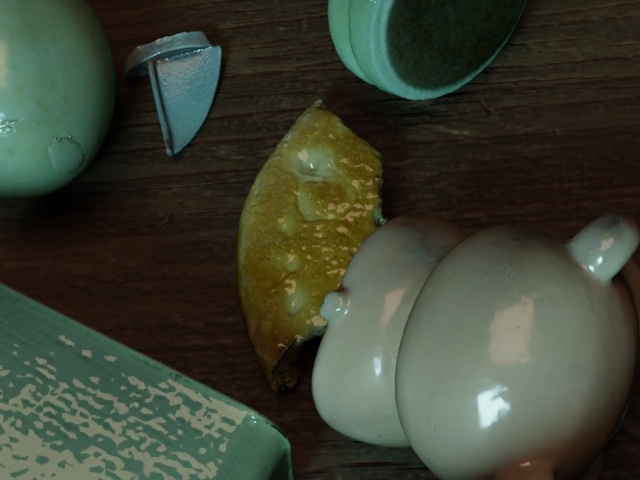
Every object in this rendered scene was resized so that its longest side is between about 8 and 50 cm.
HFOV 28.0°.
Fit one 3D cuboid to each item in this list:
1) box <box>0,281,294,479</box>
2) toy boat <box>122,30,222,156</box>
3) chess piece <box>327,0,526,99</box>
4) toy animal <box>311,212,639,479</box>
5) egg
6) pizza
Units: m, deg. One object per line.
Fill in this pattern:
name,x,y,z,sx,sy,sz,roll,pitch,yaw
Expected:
box,-0.241,0.225,0.886,0.351,0.177,0.344,25,65,14
toy boat,-0.128,-0.131,1.186,0.096,0.034,0.122,-18,66,1
chess piece,0.029,-0.274,1.155,0.194,0.195,0.299,-38,51,-11
toy animal,0.108,0.072,0.890,0.221,0.229,0.210,17,86,17
egg,-0.276,-0.149,1.130,0.186,0.186,0.253,-24,59,-3
pizza,-0.005,-0.003,1.064,0.134,0.056,0.271,-9,57,9
